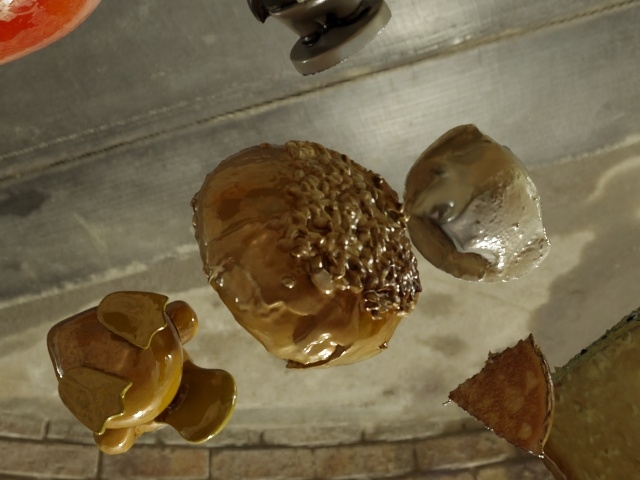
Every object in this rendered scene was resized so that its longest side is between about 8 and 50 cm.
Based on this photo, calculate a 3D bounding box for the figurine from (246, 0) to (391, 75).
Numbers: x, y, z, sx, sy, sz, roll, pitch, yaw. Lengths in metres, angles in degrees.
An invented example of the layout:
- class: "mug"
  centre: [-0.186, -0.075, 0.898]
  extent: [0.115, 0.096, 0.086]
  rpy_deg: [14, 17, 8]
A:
- class: "figurine"
  centre: [-0.025, -0.298, 0.800]
  extent: [0.176, 0.133, 0.236]
  rpy_deg: [-25, 120, 22]

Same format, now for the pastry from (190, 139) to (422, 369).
- class: "pastry"
  centre: [0.000, 0.000, 0.932]
  extent: [0.184, 0.315, 0.284]
  rpy_deg: [-40, 84, 20]

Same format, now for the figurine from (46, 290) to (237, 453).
- class: "figurine"
  centre: [-0.219, 0.159, 0.979]
  extent: [0.215, 0.215, 0.228]
  rpy_deg: [-25, 139, 19]

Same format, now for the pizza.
- class: "pizza"
  centre: [0.177, 0.131, 0.739]
  extent: [0.100, 0.029, 0.099]
  rpy_deg: [27, 98, 18]

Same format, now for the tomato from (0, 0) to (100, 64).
- class: "tomato"
  centre: [-0.310, -0.296, 0.676]
  extent: [0.321, 0.322, 0.322]
  rpy_deg: [-3, 137, -3]

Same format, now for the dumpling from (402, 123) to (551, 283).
- class: "dumpling"
  centre: [0.256, -0.045, 1.347]
  extent: [0.226, 0.243, 0.175]
  rpy_deg: [-35, 163, -1]

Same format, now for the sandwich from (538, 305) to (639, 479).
- class: "sandwich"
  centre: [0.405, 0.192, 0.878]
  extent: [0.325, 0.262, 0.131]
  rpy_deg: [-39, 171, 17]
